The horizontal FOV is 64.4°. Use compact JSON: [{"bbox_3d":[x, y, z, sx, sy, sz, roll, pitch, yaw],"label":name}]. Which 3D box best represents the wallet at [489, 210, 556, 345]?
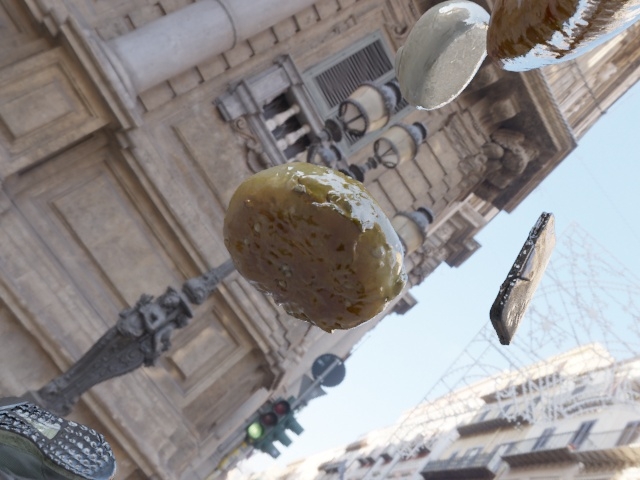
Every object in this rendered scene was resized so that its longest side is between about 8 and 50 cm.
[{"bbox_3d":[0.484,0.087,1.194,0.042,0.309,0.165,20,-23,36],"label":"wallet"}]

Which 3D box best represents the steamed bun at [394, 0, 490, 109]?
[{"bbox_3d":[0.238,-0.378,1.029,0.131,0.177,0.228,56,-32,24],"label":"steamed bun"}]

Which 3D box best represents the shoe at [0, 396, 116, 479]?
[{"bbox_3d":[-0.337,0.265,0.623,0.194,0.074,0.077,20,-79,14],"label":"shoe"}]

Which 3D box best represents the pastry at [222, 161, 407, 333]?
[{"bbox_3d":[0.000,0.000,0.865,0.315,0.184,0.284,32,-49,7],"label":"pastry"}]

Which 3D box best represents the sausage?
[{"bbox_3d":[0.210,-0.211,0.425,0.109,0.109,0.270,52,5,-3],"label":"sausage"}]
